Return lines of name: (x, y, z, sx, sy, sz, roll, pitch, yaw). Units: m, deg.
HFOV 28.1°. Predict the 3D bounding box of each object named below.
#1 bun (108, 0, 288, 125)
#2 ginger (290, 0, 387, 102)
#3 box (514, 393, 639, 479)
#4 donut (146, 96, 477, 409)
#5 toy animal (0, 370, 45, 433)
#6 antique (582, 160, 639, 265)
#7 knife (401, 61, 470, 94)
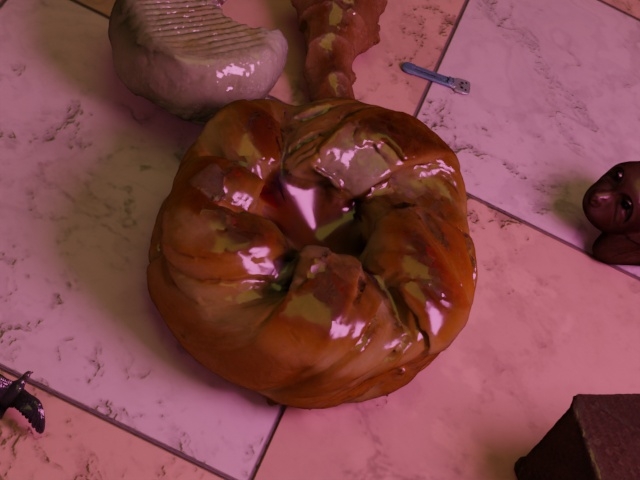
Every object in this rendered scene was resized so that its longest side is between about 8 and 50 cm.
bun: (-0.143, -0.212, 1.464, 0.203, 0.126, 0.212, 4, 45, -19)
ginger: (0.030, -0.228, 1.584, 0.131, 0.086, 0.295, 10, 58, -26)
box: (0.327, 0.294, 1.236, 0.184, 0.143, 0.273, 1, 54, -21)
donut: (0.000, 0.000, 1.325, 0.360, 0.170, 0.360, 11, 52, -15)
toy animal: (-0.283, 0.142, 1.187, 0.084, 0.028, 0.050, 28, 49, 5)
antique: (0.437, -0.024, 1.540, 0.256, 0.143, 0.121, 18, 50, -5)
knife: (0.151, -0.213, 1.661, 0.096, 0.010, 0.027, 18, 48, -8)
